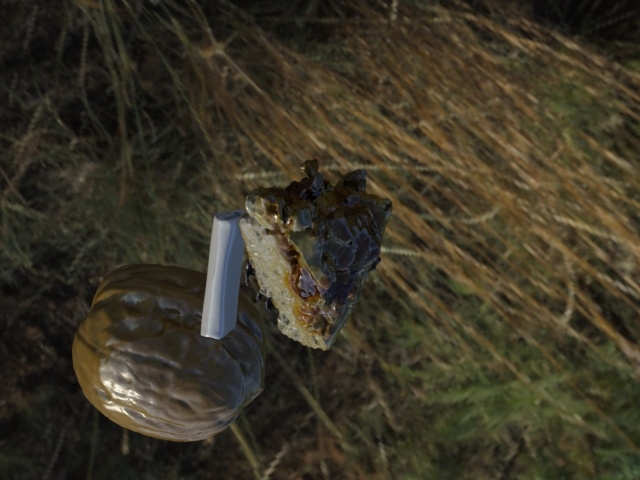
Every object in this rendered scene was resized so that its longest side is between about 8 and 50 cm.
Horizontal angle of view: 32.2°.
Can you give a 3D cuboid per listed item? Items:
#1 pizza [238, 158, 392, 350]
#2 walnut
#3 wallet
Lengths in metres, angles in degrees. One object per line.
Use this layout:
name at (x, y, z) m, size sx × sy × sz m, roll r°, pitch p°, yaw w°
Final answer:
pizza at (0.001, 0.002, 0.857) m, size 0.154 × 0.069 × 0.194 m, roll -63°, pitch 155°, yaw -5°
walnut at (-0.160, 0.124, 1.220) m, size 0.213 × 0.213 × 0.213 m, roll -22°, pitch 137°, yaw -22°
wallet at (-0.092, 0.032, 1.087) m, size 0.061 × 0.025 × 0.122 m, roll -25°, pitch 125°, yaw -67°
